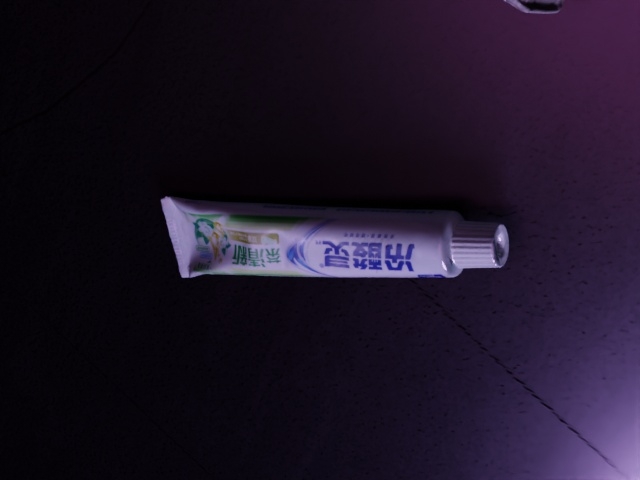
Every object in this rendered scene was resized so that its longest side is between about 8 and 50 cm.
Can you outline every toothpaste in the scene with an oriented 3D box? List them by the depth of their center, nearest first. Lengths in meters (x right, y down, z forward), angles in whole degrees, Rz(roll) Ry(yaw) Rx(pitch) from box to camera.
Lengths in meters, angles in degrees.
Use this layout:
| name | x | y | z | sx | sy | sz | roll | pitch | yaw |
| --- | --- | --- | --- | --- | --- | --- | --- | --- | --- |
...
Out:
| name | x | y | z | sx | sy | sz | roll | pitch | yaw |
| --- | --- | --- | --- | --- | --- | --- | --- | --- | --- |
| toothpaste | 0.000 | 0.000 | 0.773 | 0.297 | 0.048 | 0.074 | 1 | 113 | 31 |

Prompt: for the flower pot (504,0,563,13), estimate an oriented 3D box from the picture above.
| name | x | y | z | sx | sy | sz | roll | pitch | yaw |
| --- | --- | --- | --- | --- | --- | --- | --- | --- | --- |
| flower pot | 0.085 | -0.248 | 0.592 | 0.229 | 0.103 | 0.108 | 43 | 122 | 7 |
